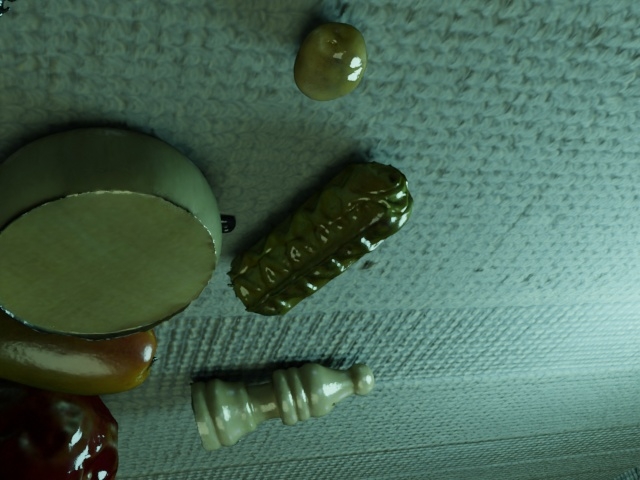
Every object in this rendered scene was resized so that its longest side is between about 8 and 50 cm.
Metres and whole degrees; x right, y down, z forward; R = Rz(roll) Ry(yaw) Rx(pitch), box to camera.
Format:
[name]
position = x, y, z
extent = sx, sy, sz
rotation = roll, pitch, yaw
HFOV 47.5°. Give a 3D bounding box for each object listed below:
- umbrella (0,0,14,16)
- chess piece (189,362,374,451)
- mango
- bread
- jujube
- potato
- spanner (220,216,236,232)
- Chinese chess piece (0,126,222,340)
[umbrella]
position = -0.334, -0.124, 0.539
extent = 0.336, 0.128, 0.154
rotation = -22, 161, 0
[chess piece]
position = -0.058, 0.265, 1.244
extent = 0.307, 0.124, 0.139
rotation = -13, 115, -6
[mango]
position = -0.344, 0.116, 0.891
extent = 0.289, 0.129, 0.146
rotation = 14, 149, -29
[bread]
position = -0.001, -0.001, 0.870
extent = 0.269, 0.098, 0.087
rotation = -38, -179, 33
[jujube]
position = -0.435, 0.335, 1.070
extent = 0.276, 0.276, 0.377
rotation = 7, 144, -28
[potato]
position = 0.010, -0.161, 0.652
extent = 0.068, 0.062, 0.083
rotation = -34, -178, -16
[spanner]
position = -0.198, -0.022, 0.838
extent = 0.208, 0.012, 0.046
rotation = 2, 144, -21
[Chinese chess piece]
position = -0.227, -0.001, 0.759
extent = 0.249, 0.103, 0.250
rotation = -11, 141, -9
